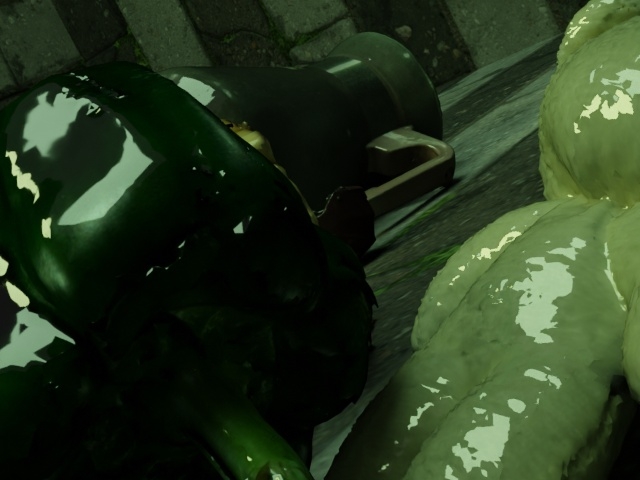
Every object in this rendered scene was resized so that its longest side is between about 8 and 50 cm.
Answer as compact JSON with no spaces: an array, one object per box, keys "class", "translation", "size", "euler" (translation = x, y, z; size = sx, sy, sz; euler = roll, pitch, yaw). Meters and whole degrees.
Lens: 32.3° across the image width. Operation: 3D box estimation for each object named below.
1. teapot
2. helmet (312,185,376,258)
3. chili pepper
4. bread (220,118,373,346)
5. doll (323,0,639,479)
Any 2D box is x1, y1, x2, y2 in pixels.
[{"class":"teapot","translation":[-0.027,-0.096,1.242],"size":[0.300,0.253,0.344],"euler":[26,39,37]},{"class":"helmet","translation":[0.000,0.000,1.052],"size":[0.123,0.070,0.098],"euler":[-33,2,5]},{"class":"chili pepper","translation":[-0.061,0.051,0.418],"size":[0.174,0.165,0.261],"euler":[-46,53,-2]},{"class":"bread","translation":[-0.035,0.004,0.759],"size":[0.211,0.183,0.224],"euler":[-17,15,43]},{"class":"doll","translation":[0.112,0.031,0.445],"size":[0.175,0.149,0.278],"euler":[29,69,41]}]
